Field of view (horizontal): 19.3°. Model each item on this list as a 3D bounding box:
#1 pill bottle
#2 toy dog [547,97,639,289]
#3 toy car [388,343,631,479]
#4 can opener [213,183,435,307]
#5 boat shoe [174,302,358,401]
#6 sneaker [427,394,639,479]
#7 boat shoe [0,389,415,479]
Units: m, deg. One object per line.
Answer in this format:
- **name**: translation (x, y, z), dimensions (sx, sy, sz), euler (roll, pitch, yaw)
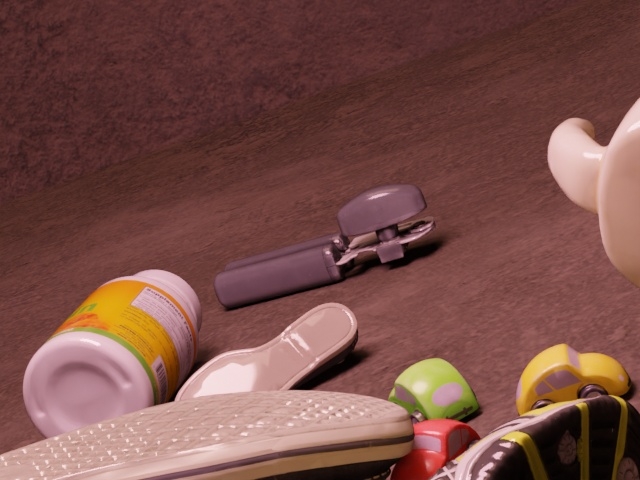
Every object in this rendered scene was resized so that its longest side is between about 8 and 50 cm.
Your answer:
- **pill bottle**: translation (-0.207, 0.119, 1.982), dimensions (0.136, 0.136, 0.246), euler (-16, 15, 19)
- **toy dog**: translation (0.420, -0.047, 1.464), dimensions (0.395, 0.284, 0.408), euler (4, 19, 42)
- **toy car**: translation (0.118, 0.138, 1.616), dimensions (0.239, 0.053, 0.225), euler (-26, 15, -21)
- **can opener**: translation (0.000, 0.000, 2.215), dimensions (0.283, 0.095, 0.076), euler (-15, 15, 22)
- **boat shoe**: translation (-0.051, 0.139, 1.891), dimensions (0.206, 0.075, 0.065), euler (-30, -27, -14)
- **sneaker**: translation (0.073, 0.210, 1.238), dimensions (0.384, 0.145, 0.147), euler (-29, 16, -34)
- **boat shoe**: translation (-0.160, 0.233, 1.467), dimensions (0.500, 0.156, 0.187), euler (-17, 10, -13)
